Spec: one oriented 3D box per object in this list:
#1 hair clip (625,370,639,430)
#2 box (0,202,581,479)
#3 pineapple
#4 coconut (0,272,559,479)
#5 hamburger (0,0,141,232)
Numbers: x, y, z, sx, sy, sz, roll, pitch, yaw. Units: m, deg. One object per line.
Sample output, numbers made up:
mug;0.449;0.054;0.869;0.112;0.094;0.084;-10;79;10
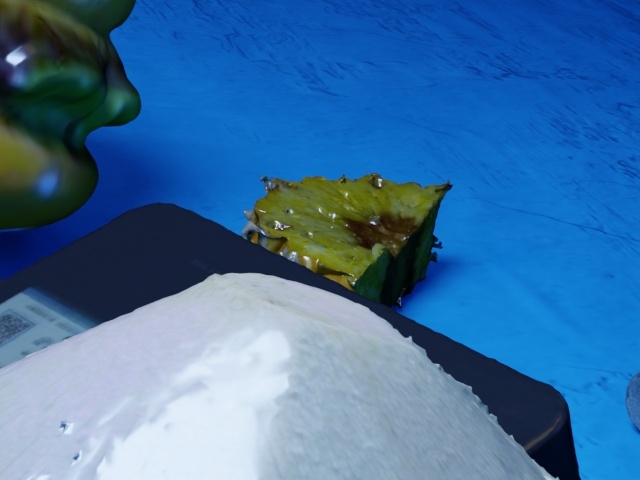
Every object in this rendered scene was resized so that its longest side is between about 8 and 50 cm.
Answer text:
hair clip;0.255;0.142;0.996;0.083;0.048;0.275;8;17;-13
box;-0.060;0.091;0.879;0.211;0.058;0.350;-32;37;-27
pineapple;0.000;0.001;1.286;0.135;0.079;0.233;12;17;20
coconut;-0.029;0.131;0.554;0.233;0.245;0.233;8;19;-3
hamburger;-0.314;-0.142;1.246;0.395;0.277;0.396;12;2;-1
